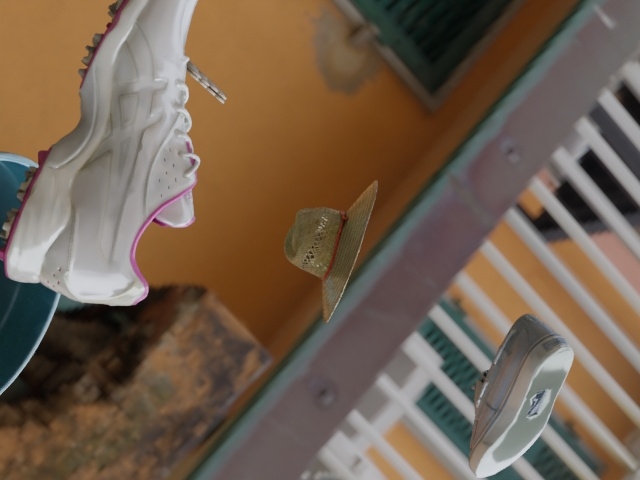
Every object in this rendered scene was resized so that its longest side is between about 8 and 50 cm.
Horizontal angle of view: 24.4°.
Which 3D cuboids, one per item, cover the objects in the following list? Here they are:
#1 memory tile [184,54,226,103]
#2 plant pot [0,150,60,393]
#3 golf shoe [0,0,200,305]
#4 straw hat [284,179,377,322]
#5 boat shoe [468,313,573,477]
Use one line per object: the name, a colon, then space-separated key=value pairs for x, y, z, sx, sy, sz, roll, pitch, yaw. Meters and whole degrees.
memory tile: x=-0.175 y=-0.231 z=1.902 sx=0.012 sy=0.113 sz=0.148 roll=-46 pitch=164 yaw=3
plant pot: x=-0.423 y=0.008 z=1.405 sx=0.255 sy=0.272 sz=0.272 roll=22 pitch=-123 yaw=26
golf shoe: x=-0.146 y=-0.089 z=1.212 sx=0.115 sy=0.140 sz=0.306 roll=-134 pitch=-110 yaw=-87
straw hat: x=0.000 y=0.000 z=1.365 sx=0.144 sy=0.061 sz=0.145 roll=-160 pitch=-90 yaw=-86
boat shoe: x=0.219 y=0.178 z=1.714 sx=0.081 sy=0.079 sz=0.227 roll=54 pitch=-42 yaw=37
